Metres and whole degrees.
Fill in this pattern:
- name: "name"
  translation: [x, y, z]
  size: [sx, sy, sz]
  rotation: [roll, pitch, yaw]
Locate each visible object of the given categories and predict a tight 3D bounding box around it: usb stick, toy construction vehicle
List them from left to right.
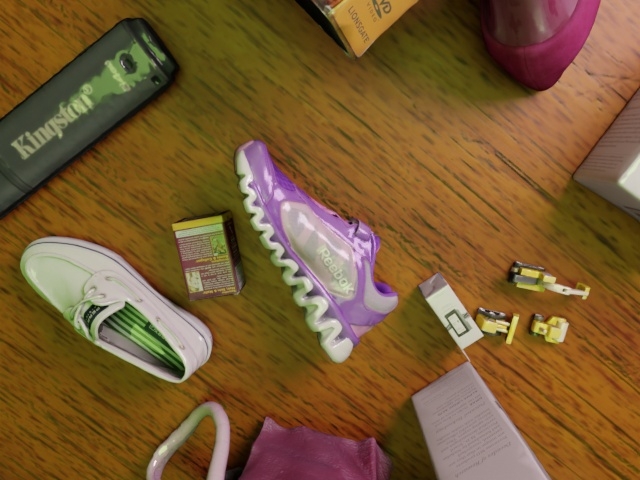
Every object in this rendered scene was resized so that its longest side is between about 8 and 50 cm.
- name: "usb stick"
  translation: [-0.268, -0.114, 0.501]
  size: [0.278, 0.045, 0.077]
  rotation: [-34, 97, 8]
- name: "toy construction vehicle"
  translation: [0.221, 0.072, 0.522]
  size: [0.098, 0.035, 0.086]
  rotation: [15, 101, -1]

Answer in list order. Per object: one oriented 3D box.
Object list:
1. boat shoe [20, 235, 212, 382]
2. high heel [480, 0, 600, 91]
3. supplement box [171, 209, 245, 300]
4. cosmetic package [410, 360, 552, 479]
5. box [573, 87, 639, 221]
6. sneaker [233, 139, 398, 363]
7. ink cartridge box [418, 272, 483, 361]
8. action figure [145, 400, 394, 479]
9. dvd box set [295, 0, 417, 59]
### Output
- name: "boat shoe"
  translation: [-0.217, 0.068, 0.519]
  size: [0.226, 0.076, 0.083]
  rotation: [28, 100, -3]
- name: "high heel"
  translation: [0.215, -0.333, 0.439]
  size: [0.127, 0.181, 0.378]
  rotation: [18, 86, 32]
- name: "supplement box"
  translation: [-0.114, 0.015, 0.521]
  size: [0.054, 0.043, 0.083]
  rotation: [-9, 100, 4]
- name: "cosmetic package"
  translation: [0.161, 0.216, 0.452]
  size: [0.085, 0.231, 0.117]
  rotation: [-35, 98, 5]
- name: "box"
  translation: [0.353, -0.091, 0.457]
  size: [0.130, 0.091, 0.171]
  rotation: [34, 101, -4]
- name: "sneaker"
  translation: [0.000, 0.000, 0.495]
  size: [0.104, 0.095, 0.237]
  rotation: [-30, 103, 1]
- name: "ink cartridge box"
  translation: [0.139, 0.079, 0.520]
  size: [0.028, 0.048, 0.083]
  rotation: [-34, 99, 8]
- name: "action figure"
  translation: [-0.036, 0.276, 0.403]
  size: [0.275, 0.370, 0.248]
  rotation: [37, 98, -2]
- name: "dvd box set"
  translation: [0.087, -0.379, 0.361]
  size: [0.420, 0.062, 0.308]
  rotation: [-40, 69, 9]
